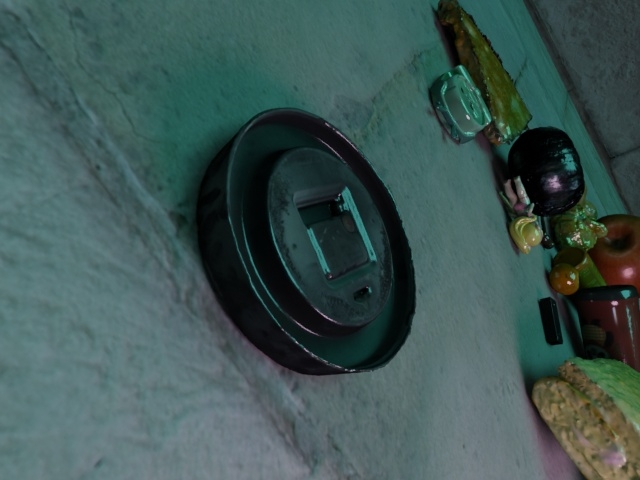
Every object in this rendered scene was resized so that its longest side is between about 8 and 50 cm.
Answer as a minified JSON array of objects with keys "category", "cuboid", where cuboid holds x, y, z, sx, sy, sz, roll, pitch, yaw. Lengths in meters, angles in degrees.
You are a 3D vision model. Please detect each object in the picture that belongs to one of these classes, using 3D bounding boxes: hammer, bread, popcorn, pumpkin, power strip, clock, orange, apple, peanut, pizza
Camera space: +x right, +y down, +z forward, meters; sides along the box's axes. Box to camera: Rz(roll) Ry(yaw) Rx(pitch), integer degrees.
[{"category":"hammer","cuboid":[0.648,-0.094,1.426,0.058,0.029,0.292,46,40,-27]},{"category":"bread","cuboid":[0.593,0.357,0.960,0.375,0.165,0.236,17,30,-44]},{"category":"popcorn","cuboid":[0.758,-0.026,1.451,0.141,0.162,0.135,-47,146,-27]},{"category":"pumpkin","cuboid":[0.569,-0.175,1.236,0.233,0.163,0.233,-16,90,-69]},{"category":"power strip","cuboid":[0.540,0.188,1.137,0.038,0.029,0.111,31,52,-38]},{"category":"clock","cuboid":[0.001,-0.001,0.560,0.312,0.061,0.312,27,52,-40]},{"category":"orange","cuboid":[0.634,0.100,1.264,0.083,0.070,0.083,11,77,-56]},{"category":"apple","cuboid":[0.933,0.046,1.507,0.206,0.251,0.272,41,74,-29]},{"category":"peanut","cuboid":[0.804,-0.129,1.563,0.263,0.117,0.101,45,62,-30]},{"category":"pizza","cuboid":[0.486,-0.433,1.368,0.392,0.080,0.435,4,69,-49]},{"category":"clock","cuboid":[0.313,-0.298,1.096,0.159,0.066,0.211,55,39,-13]}]

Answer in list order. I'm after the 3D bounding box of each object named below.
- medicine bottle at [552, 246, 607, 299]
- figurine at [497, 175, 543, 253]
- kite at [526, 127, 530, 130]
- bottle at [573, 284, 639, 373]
[{"category":"medicine bottle","cuboid":[0.733,0.113,1.356,0.192,0.096,0.096,49,40,-23]},{"category":"figurine","cuboid":[0.481,-0.060,1.172,0.083,0.083,0.187,-9,84,-52]},{"category":"kite","cuboid":[0.748,-0.306,1.671,0.189,0.009,0.232,-2,71,-50]},{"category":"bottle","cuboid":[0.748,0.285,1.227,0.144,0.144,0.336,-2,82,-51]}]
